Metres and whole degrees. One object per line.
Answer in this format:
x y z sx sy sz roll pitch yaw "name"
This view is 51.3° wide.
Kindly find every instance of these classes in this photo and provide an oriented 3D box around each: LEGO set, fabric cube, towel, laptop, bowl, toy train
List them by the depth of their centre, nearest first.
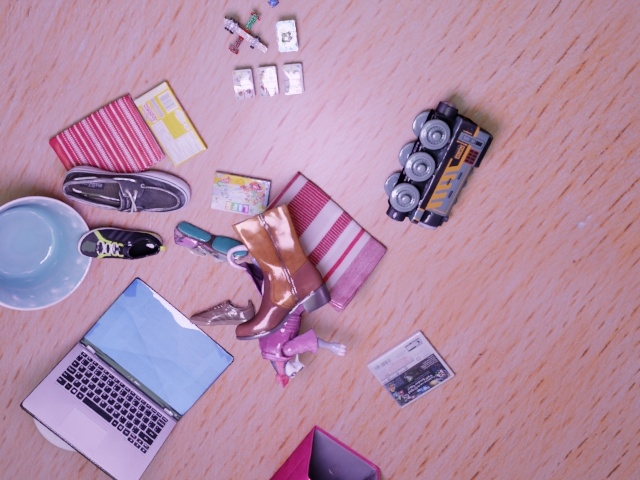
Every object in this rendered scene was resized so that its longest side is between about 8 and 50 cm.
-0.145 -0.493 1.706 0.183 0.060 0.244 -6 116 4 "LEGO set"
0.296 -0.183 1.708 0.190 0.142 0.333 20 109 -11 "toy train"
0.000 0.000 1.766 0.329 0.037 0.237 42 62 -7 "towel"
-0.802 0.018 1.822 0.312 0.163 0.311 -13 112 -36 "bowl"
-0.585 -0.249 1.824 0.275 0.031 0.198 -26 103 12 "towel"
-0.530 0.398 1.883 0.382 0.408 0.236 41 129 -8 "laptop"
-0.002 0.765 1.964 0.254 0.259 0.258 36 108 -7 "fabric cube"

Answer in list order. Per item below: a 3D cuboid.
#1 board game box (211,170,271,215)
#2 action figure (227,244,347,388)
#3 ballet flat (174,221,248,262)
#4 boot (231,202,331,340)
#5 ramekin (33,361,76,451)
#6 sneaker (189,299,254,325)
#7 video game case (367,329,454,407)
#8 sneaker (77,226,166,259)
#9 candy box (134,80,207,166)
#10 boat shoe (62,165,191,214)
-0.217 -0.127 1.828 0.154 0.026 0.103 10 108 2 "board game box"
-0.094 0.208 1.778 0.248 0.276 0.369 -4 77 36 "action figure"
-0.307 0.019 1.866 0.222 0.077 0.079 20 127 4 "ballet flat"
-0.144 0.082 1.650 0.264 0.096 0.280 -27 98 4 "boot"
-0.727 0.501 2.018 0.278 0.135 0.277 2 107 5 "ramekin"
-0.284 0.208 1.930 0.189 0.066 0.071 -1 91 1 "sneaker"
0.262 0.376 1.941 0.190 0.022 0.173 -36 100 14 "video game case"
-0.544 0.011 1.830 0.235 0.097 0.084 -4 105 -18 "sneaker"
-0.400 -0.310 1.788 0.105 0.027 0.205 -27 103 15 "candy box"
-0.521 -0.118 1.789 0.336 0.119 0.121 5 121 -7 "boat shoe"
